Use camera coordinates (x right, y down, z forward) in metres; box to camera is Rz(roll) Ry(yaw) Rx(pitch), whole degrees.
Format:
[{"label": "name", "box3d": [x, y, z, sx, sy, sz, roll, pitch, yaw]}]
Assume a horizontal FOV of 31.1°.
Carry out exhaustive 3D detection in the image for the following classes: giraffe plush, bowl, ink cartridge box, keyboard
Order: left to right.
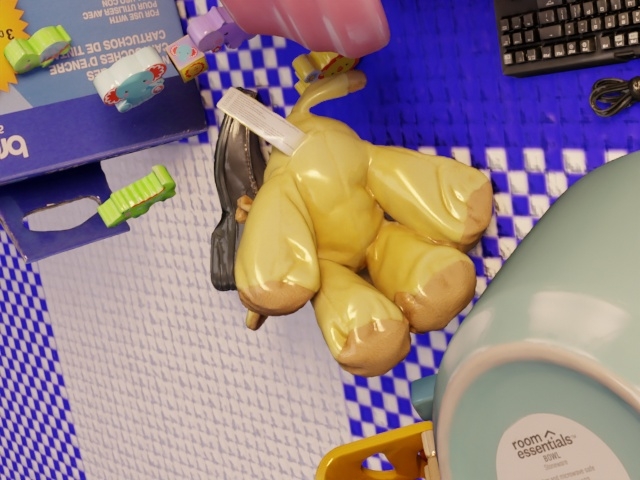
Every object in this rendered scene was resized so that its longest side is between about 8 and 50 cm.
[{"label": "ink cartridge box", "box3d": [-0.266, -0.184, 0.944, 0.151, 0.270, 0.395, -1, 106, 55]}, {"label": "giraffe plush", "box3d": [0.000, 0.000, 0.822, 0.210, 0.181, 0.170, 49, 159, 8]}, {"label": "keyboard", "box3d": [0.174, -0.125, 0.658, 0.180, 0.023, 0.108, 0, 106, 50]}, {"label": "bowl", "box3d": [0.184, 0.115, 0.640, 0.312, 0.163, 0.311, 22, 122, 41]}]

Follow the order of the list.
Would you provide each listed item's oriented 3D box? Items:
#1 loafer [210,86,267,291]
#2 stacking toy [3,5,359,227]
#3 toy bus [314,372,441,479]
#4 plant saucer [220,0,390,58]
[{"label": "loafer", "box3d": [-0.054, -0.040, 0.942, 0.061, 0.062, 0.170, 4, 106, 7]}, {"label": "stacking toy", "box3d": [-0.106, -0.136, 0.844, 0.167, 0.221, 0.052, 55, 174, 18]}, {"label": "toy bus", "box3d": [0.066, 0.209, 0.777, 0.104, 0.191, 0.202, -17, 94, 12]}, {"label": "plant saucer", "box3d": [-0.060, -0.251, 0.666, 0.332, 0.084, 0.332, -23, -90, -84]}]
